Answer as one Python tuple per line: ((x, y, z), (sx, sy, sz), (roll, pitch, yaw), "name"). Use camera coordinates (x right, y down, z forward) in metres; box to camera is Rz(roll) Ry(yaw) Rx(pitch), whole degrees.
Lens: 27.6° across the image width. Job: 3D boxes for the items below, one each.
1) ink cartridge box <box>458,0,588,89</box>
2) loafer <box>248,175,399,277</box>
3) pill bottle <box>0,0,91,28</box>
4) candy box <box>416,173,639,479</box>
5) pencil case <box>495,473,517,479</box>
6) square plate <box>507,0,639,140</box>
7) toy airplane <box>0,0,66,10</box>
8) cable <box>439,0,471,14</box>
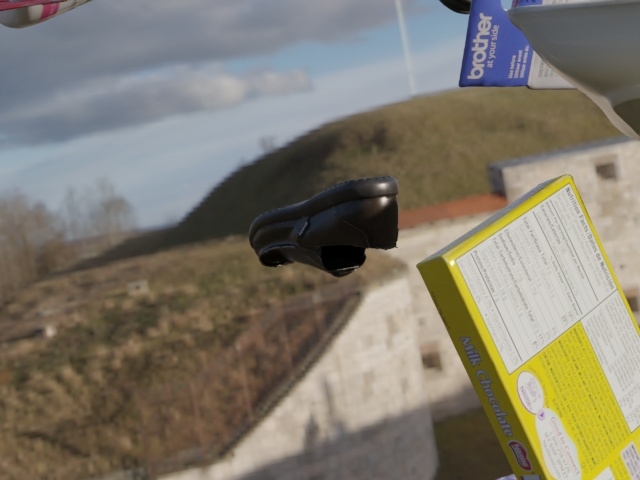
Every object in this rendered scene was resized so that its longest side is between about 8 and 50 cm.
((0.245, -0.199, 0.901), (0.311, 0.186, 0.065), (-4, 31, -16), "ink cartridge box")
((0.000, 0.000, 1.247), (0.080, 0.078, 0.220), (-7, -9, -31), "loafer")
((-0.135, -0.278, 0.958), (0.283, 0.160, 0.160), (-28, 9, -24), "pill bottle")
((0.128, 0.080, 0.644), (0.105, 0.206, 0.027), (-31, 8, -40), "candy box")
((0.205, 0.287, 1.405), (0.206, 0.086, 0.088), (-15, 27, 5), "pencil case")
((0.311, -0.091, 0.745), (0.344, 0.049, 0.347), (-1, -4, 21), "square plate")
((-0.204, -0.116, 0.675), (0.151, 0.028, 0.151), (-4, 25, 2), "toy airplane")
((0.212, -0.292, 1.270), (0.287, 0.139, 0.072), (-12, -10, -45), "cable")
